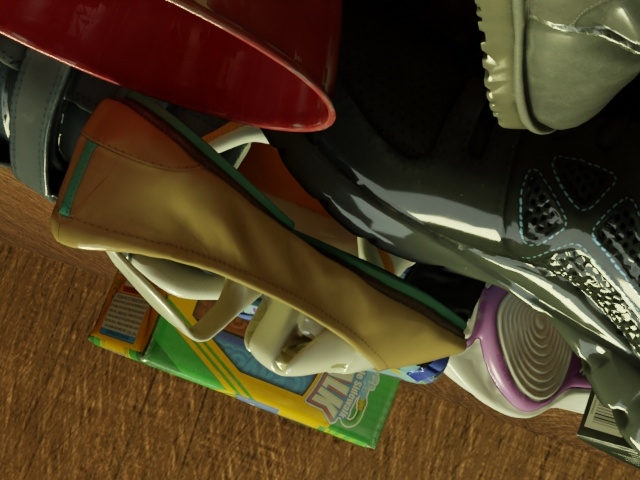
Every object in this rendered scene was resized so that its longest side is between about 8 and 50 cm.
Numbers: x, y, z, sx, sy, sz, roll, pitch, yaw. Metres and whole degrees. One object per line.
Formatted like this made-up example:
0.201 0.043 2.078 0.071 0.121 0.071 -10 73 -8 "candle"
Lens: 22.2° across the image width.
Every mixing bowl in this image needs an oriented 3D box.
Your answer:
-0.063 -0.118 0.578 0.181 0.098 0.181 20 172 3 "mixing bowl"

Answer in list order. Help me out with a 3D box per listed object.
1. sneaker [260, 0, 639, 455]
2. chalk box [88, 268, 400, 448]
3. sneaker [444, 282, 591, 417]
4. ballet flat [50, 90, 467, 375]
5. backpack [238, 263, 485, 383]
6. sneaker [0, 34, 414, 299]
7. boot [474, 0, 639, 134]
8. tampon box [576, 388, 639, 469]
0.113 -0.033 0.721 0.341 0.140 0.125 36 -146 -9 "sneaker"
-0.023 0.066 1.425 0.289 0.179 0.180 24 172 -20 "chalk box"
0.151 0.079 1.268 0.305 0.114 0.152 24 173 -42 "sneaker"
-0.026 0.017 0.709 0.232 0.073 0.080 34 175 -39 "ballet flat"
0.000 0.000 0.985 0.158 0.117 0.173 12 166 44 "backpack"
-0.089 -0.059 0.839 0.321 0.127 0.126 15 135 10 "sneaker"
0.159 -0.062 0.536 0.208 0.076 0.189 12 172 15 "boot"
0.280 0.118 1.198 0.101 0.120 0.161 14 169 36 "tampon box"
